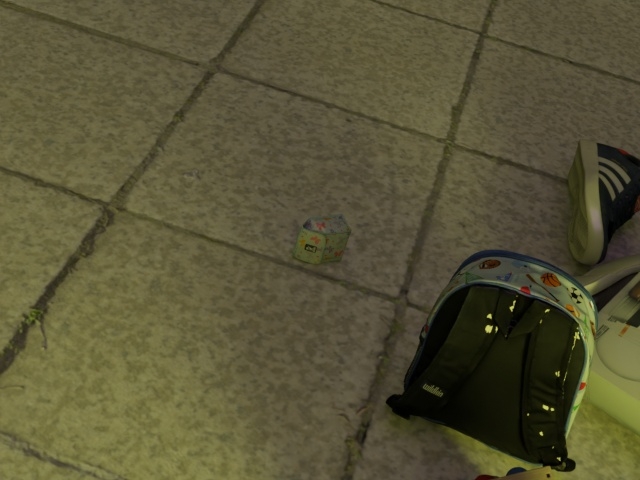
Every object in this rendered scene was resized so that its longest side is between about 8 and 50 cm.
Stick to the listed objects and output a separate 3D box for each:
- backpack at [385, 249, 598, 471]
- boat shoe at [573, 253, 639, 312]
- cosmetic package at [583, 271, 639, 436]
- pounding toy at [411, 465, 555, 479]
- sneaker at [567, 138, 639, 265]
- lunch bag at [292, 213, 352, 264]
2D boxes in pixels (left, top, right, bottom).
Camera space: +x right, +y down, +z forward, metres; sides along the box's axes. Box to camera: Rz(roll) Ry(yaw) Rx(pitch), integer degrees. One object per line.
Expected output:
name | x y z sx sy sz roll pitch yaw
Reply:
backpack | 0.263 0.148 1.483 0.276 0.263 0.213 19 39 7
boat shoe | 0.497 0.085 1.771 0.305 0.091 0.109 -16 6 -39
cosmetic package | 0.585 0.144 1.589 0.377 0.097 0.284 -40 52 -22
pounding toy | 0.210 0.332 1.361 0.130 0.141 0.100 -7 72 -25
sneaker | 0.535 -0.071 1.936 0.148 0.131 0.350 12 38 5
lunch bag | 0.000 0.000 1.733 0.083 0.071 0.053 -4 46 -25
